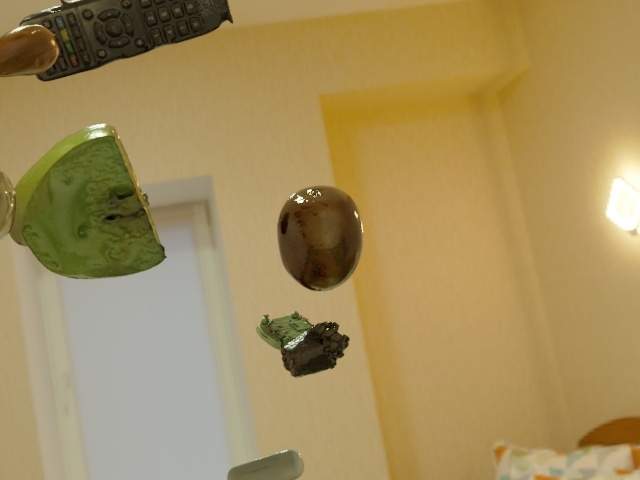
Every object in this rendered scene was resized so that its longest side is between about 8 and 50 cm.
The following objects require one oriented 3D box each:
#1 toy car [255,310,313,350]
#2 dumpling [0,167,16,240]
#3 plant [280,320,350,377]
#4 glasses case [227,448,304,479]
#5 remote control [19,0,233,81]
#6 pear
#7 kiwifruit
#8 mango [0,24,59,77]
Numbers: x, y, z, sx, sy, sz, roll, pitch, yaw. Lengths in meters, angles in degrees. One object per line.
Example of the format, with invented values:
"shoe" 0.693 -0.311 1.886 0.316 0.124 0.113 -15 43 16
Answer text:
"toy car" -0.078 0.212 1.955 0.186 0.093 0.058 -5 -50 -53
"dumpling" -0.573 -0.074 1.393 0.147 0.258 0.193 2 -24 -15
"plant" -0.008 0.228 1.786 0.143 0.092 0.094 -26 35 -25
"glasses case" -0.123 0.519 1.918 0.178 0.067 0.045 -20 -13 8
"remote control" -0.377 -0.430 1.674 0.398 0.145 0.062 -18 22 -8
"pear" -0.553 -0.071 1.956 0.318 0.342 0.238 -22 26 -11
"kiwifruit" 0.000 0.000 1.862 0.196 0.234 0.196 1 27 0
"mango" -0.421 -0.263 1.207 0.114 0.060 0.080 -32 -7 -40
